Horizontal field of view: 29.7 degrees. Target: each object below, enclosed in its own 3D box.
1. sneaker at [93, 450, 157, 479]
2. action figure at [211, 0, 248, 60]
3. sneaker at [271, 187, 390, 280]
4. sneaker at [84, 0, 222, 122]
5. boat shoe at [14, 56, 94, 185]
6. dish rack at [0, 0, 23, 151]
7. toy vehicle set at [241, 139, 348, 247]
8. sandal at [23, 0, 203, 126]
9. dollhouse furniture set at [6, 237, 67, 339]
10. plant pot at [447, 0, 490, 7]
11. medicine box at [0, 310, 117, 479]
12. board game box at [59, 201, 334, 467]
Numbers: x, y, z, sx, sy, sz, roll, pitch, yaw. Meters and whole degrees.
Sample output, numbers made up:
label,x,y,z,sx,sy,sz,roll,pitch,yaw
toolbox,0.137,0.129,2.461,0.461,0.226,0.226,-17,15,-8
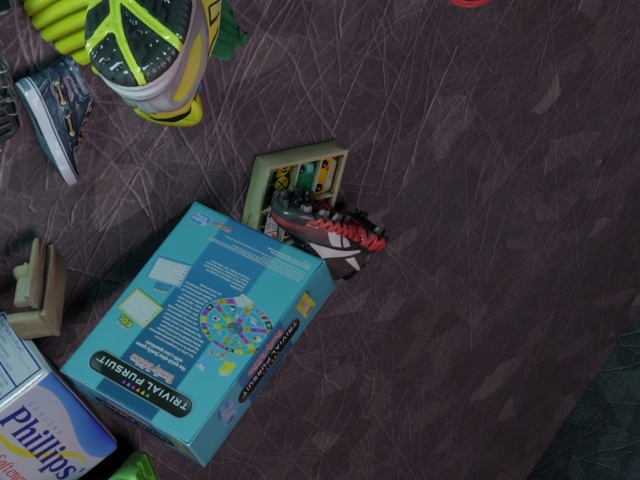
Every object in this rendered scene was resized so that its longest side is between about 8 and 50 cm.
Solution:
label,x,y,z,sx,sy,sz,roll,pitch,yaw
sneaker,-0.385,0.461,1.993,0.202,0.185,0.483,-8,177,7
action figure,-0.168,-0.275,1.490,0.232,0.063,0.137,14,72,-53
sneaker,0.000,0.000,1.982,0.276,0.097,0.135,20,108,-54
sneaker,-0.171,-0.309,1.349,0.147,0.145,0.384,73,27,-63
boat shoe,-0.330,-0.153,1.589,0.083,0.065,0.183,-31,141,-16
dish rack,-0.453,-0.176,1.438,0.208,0.074,0.271,-27,141,-23
toy vehicle set,-0.056,-0.036,2.008,0.166,0.035,0.267,-16,135,-35
sandal,-0.251,-0.278,1.526,0.317,0.126,0.138,45,53,-48
dollhouse furniture set,-0.459,0.056,1.703,0.151,0.123,0.144,-8,143,9
plant pot,0.189,-0.454,1.718,0.191,0.174,0.191,-27,142,-24
medicine box,-0.495,0.296,1.800,0.289,0.149,0.263,-38,144,-10
board game box,-0.178,0.129,1.783,0.336,0.254,0.079,-53,149,-21
